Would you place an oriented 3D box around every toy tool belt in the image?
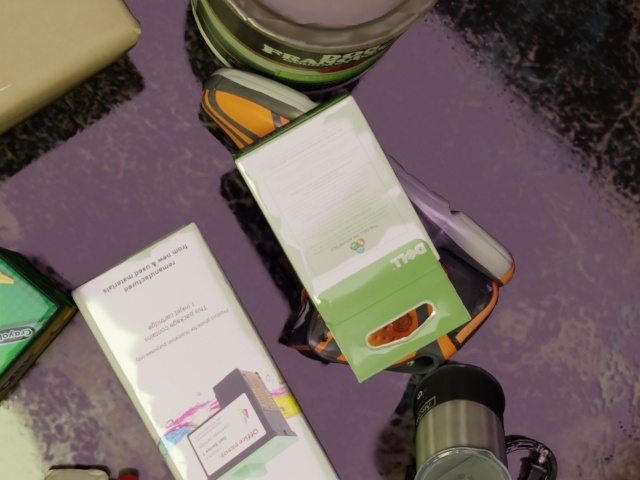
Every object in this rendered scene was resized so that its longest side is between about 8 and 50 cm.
[{"bbox_3d":[-0.200,0.227,1.432,0.083,0.052,0.051,2,119,-3],"label":"toy tool belt"}]

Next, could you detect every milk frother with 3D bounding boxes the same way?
[{"bbox_3d":[0.145,0.199,1.418,0.143,0.135,0.129,11,118,-2],"label":"milk frother"}]

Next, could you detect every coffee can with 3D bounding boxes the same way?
[{"bbox_3d":[-0.005,-0.235,1.347,0.201,0.275,0.202,0,88,-5],"label":"coffee can"}]

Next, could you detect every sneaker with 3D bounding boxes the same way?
[{"bbox_3d":[0.000,0.000,1.416,0.321,0.124,0.180,37,84,-3],"label":"sneaker"}]

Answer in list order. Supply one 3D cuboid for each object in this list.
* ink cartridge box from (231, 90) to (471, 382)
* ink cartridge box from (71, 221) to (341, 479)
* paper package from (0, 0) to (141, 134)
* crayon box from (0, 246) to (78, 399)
[{"bbox_3d":[0.025,-0.004,1.338,0.109,0.062,0.209,-29,99,-2],"label":"ink cartridge box"},{"bbox_3d":[-0.087,0.134,1.364,0.117,0.201,0.278,-29,91,-6],"label":"ink cartridge box"},{"bbox_3d":[-0.360,-0.202,1.316,0.325,0.168,0.309,-33,93,-16],"label":"paper package"},{"bbox_3d":[-0.281,0.089,1.308,0.081,0.278,0.165,41,85,-2],"label":"crayon box"}]
